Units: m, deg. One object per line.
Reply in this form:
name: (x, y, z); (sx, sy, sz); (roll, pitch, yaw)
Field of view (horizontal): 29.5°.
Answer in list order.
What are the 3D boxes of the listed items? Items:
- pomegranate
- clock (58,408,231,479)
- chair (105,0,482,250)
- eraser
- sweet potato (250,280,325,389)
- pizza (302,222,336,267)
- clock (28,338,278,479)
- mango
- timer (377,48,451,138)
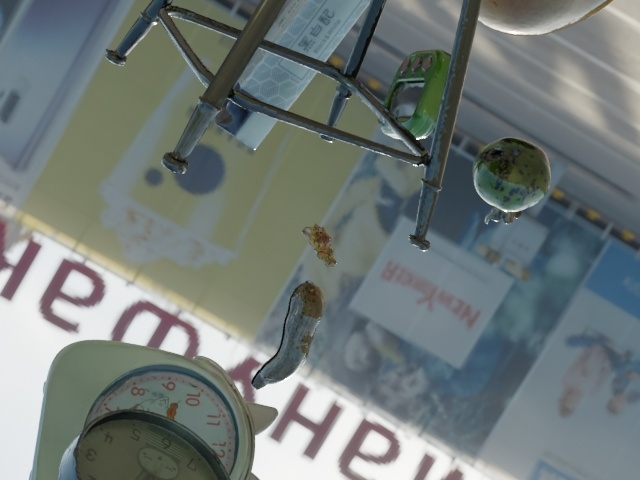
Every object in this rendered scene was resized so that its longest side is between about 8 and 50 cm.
pomegranate: (0.290, -0.085, 1.865); (0.122, 0.161, 0.122); (5, -141, -4)
clock: (-0.199, 0.290, 1.426); (0.215, 0.042, 0.215); (26, -149, -17)
chair: (0.015, -0.284, 1.479); (0.364, 0.410, 0.362); (18, -160, -29)
eraser: (-0.036, -0.350, 2.122); (0.098, 0.404, 0.096); (32, -161, -22)
sweet potato: (-0.052, 0.184, 2.220); (0.062, 0.233, 0.081); (16, -165, -39)
pizza: (0.001, 0.000, 1.972); (0.078, 0.025, 0.083); (37, -149, -50)
clock: (-0.223, 0.283, 1.657); (0.324, 0.265, 0.108); (8, 157, -5)
mango: (0.450, -0.524, 2.114); (0.300, 0.445, 0.232); (51, -161, -54)
timer: (0.135, -0.201, 1.683); (0.047, 0.128, 0.140); (22, 178, -21)
